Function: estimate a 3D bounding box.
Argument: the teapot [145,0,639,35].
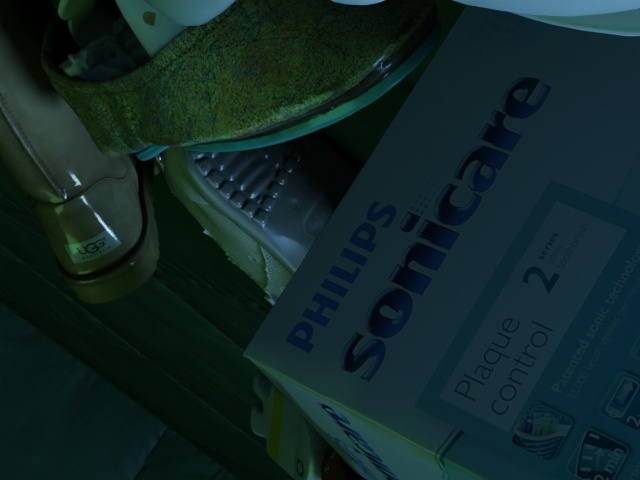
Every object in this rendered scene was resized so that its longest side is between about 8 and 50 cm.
[{"bbox_3d":[0.043,-0.126,0.369,0.252,0.187,0.256,26,167,27],"label":"teapot"}]

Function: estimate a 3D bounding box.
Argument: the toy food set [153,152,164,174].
[{"bbox_3d":[-0.169,-0.086,1.366,0.192,0.038,0.132,24,165,33],"label":"toy food set"}]

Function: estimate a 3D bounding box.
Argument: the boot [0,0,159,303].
[{"bbox_3d":[-0.181,-0.123,1.132,0.236,0.089,0.269,-116,2,-48],"label":"boot"}]

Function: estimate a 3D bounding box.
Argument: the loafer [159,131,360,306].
[{"bbox_3d":[0.000,0.000,1.175,0.268,0.102,0.092,48,163,-23],"label":"loafer"}]

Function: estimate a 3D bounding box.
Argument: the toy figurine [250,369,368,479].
[{"bbox_3d":[0.086,0.107,1.098,0.209,0.213,0.148,47,173,-35],"label":"toy figurine"}]

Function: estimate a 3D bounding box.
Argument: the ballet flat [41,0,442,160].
[{"bbox_3d":[-0.062,-0.104,0.901,0.123,0.123,0.348,36,167,-17],"label":"ballet flat"}]

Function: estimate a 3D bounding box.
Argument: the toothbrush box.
[{"bbox_3d":[0.161,0.029,0.611,0.295,0.216,0.126,26,165,31],"label":"toothbrush box"}]
